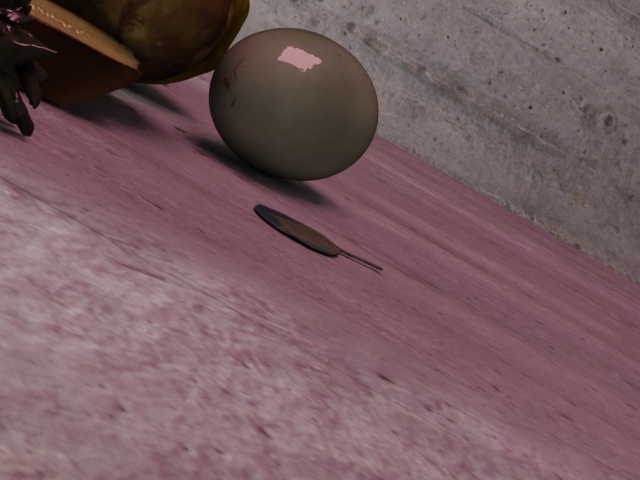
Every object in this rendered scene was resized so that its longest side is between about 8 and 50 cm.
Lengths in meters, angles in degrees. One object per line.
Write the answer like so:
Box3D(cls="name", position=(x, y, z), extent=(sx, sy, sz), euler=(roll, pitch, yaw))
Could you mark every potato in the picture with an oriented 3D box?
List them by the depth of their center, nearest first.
Box3D(cls="potato", position=(-0.229, -0.312, 1.502), extent=(0.300, 0.237, 0.288), euler=(-19, 8, -13))

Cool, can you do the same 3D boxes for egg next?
Box3D(cls="egg", position=(-0.034, -0.184, 1.659), extent=(0.203, 0.203, 0.282), euler=(37, 16, 34))

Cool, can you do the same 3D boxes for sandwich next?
Box3D(cls="sandwich", position=(-0.318, -0.216, 1.330), extent=(0.258, 0.096, 0.094), euler=(24, 17, -33))

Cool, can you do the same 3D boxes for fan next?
Box3D(cls="fan", position=(0.000, 0.000, 1.413), extent=(0.175, 0.005, 0.113), euler=(24, 11, -22))

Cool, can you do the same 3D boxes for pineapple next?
Box3D(cls="pineapple", position=(-0.330, -0.253, 1.149), extent=(0.169, 0.169, 0.341), euler=(17, 52, -51))

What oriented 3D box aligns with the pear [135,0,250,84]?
Box3D(cls="pear", position=(-0.258, -0.360, 1.744), extent=(0.307, 0.253, 0.253), euler=(33, 10, -1))
